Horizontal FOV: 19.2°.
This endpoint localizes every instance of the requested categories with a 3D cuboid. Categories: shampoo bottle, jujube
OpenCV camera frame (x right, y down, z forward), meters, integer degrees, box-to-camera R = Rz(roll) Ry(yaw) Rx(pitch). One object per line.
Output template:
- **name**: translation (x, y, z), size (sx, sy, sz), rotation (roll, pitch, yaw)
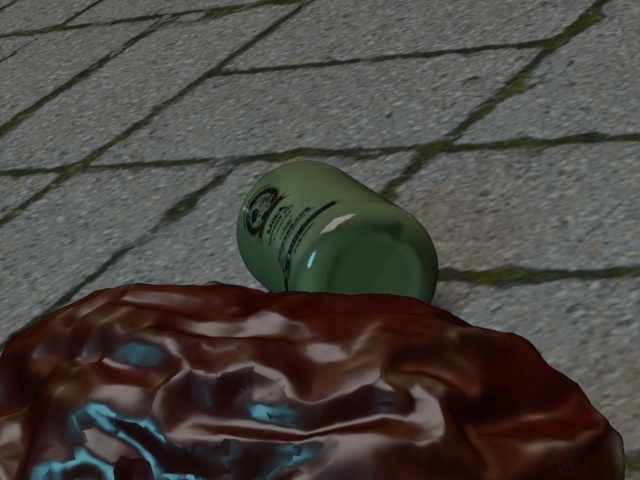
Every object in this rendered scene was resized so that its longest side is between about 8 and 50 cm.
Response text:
- **shampoo bottle**: translation (0.000, 0.000, 1.027), size (0.079, 0.079, 0.162), rotation (-24, 23, -12)
- **jujube**: translation (-0.015, 0.098, 0.688), size (0.250, 0.174, 0.174), rotation (7, 28, 12)
